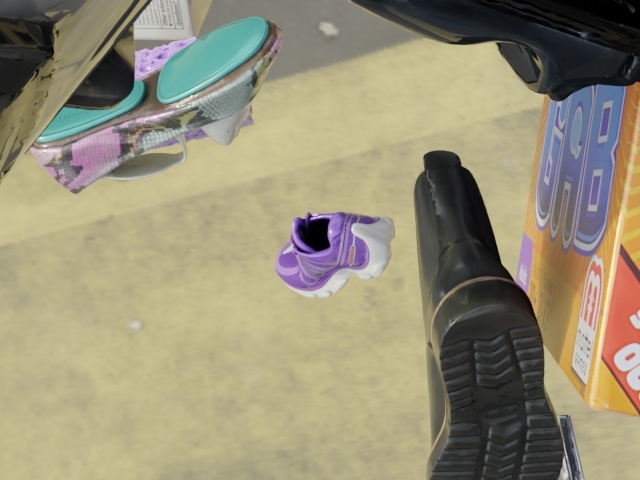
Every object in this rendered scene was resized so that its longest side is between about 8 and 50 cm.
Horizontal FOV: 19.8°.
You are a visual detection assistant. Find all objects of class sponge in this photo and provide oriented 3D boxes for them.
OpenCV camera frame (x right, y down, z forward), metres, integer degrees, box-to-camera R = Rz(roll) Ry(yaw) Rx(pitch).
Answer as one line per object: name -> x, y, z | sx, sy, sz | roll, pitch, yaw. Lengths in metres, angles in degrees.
sponge -> -0.142, -0.135, 1.726 | 0.117, 0.210, 0.031 | -13, 77, 9

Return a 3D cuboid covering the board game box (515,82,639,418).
board game box -> 0.324, -0.086, 1.013 | 0.356, 0.356, 0.357 | 8, 96, -1

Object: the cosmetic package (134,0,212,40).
cosmetic package -> -0.269, -0.291, 1.815 | 0.309, 0.113, 0.160 | 4, 131, 12

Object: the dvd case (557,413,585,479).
dvd case -> 0.224, 0.283, 1.792 | 0.018, 0.221, 0.164 | -5, 67, -13

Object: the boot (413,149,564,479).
boot -> 0.087, 0.060, 1.035 | 0.077, 0.198, 0.137 | -5, 43, -6

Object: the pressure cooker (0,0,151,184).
pressure cooker -> -0.248, -0.179, 0.841 | 0.370, 0.375, 0.420 | 48, 135, -2

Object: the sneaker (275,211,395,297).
sneaker -> 0.000, 0.000, 1.513 | 0.170, 0.071, 0.068 | -25, 47, 63

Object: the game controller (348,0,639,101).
game controller -> 0.055, -0.160, 0.888 | 0.166, 0.319, 0.067 | 25, 109, -21

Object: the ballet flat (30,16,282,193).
ballet flat -> -0.110, -0.094, 1.356 | 0.221, 0.079, 0.077 | -23, 35, 20
